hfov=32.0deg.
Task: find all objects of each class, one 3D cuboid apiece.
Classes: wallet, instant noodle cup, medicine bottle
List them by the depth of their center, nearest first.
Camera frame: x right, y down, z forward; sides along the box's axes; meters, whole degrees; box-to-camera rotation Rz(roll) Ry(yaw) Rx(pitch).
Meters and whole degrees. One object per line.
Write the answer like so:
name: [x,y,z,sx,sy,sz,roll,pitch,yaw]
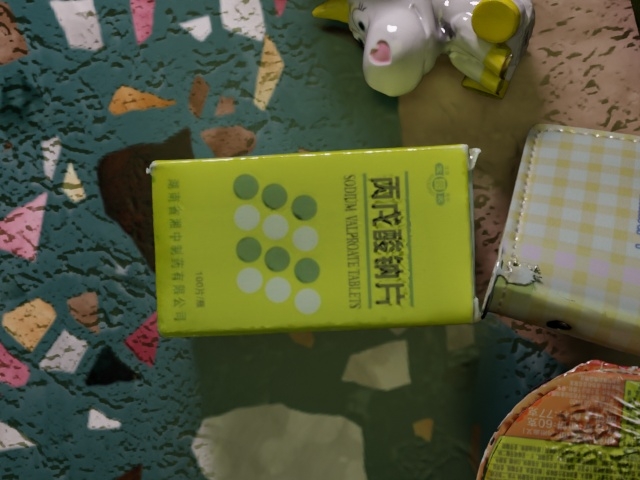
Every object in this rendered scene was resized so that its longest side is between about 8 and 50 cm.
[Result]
instant noodle cup: [0.203,0.172,0.821,0.193,0.212,0.193,0,91,6]
wallet: [0.289,0.014,0.826,0.310,0.077,0.223,17,50,6]
medicine bottle: [0.000,0.000,0.876,0.250,0.141,0.137,-3,88,5]

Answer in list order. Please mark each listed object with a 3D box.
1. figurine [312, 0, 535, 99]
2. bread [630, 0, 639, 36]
figurine: [0.082,-0.174,0.899,0.178,0.109,0.129,-3,64,6]
bread: [0.427,-0.233,0.838,0.382,0.129,0.366,30,91,3]
